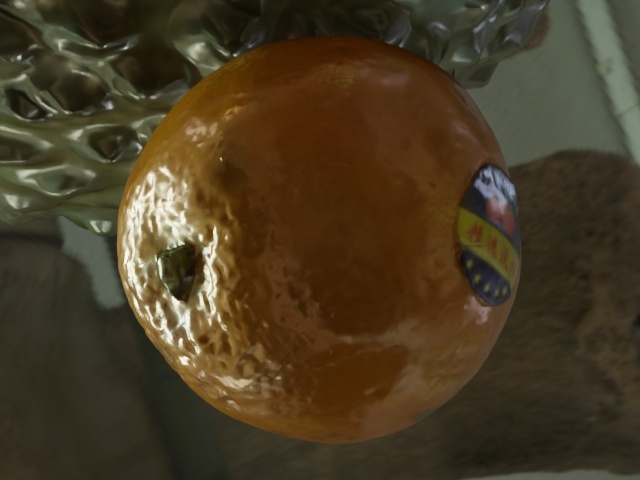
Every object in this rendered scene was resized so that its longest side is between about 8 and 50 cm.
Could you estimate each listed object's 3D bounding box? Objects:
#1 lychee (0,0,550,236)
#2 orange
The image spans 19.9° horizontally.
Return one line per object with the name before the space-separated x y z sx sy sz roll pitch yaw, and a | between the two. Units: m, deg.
lychee | -0.058 -0.128 0.497 0.274 0.255 0.255 18 -105 5
orange | 0.000 0.000 0.362 0.083 0.083 0.083 3 -101 -13
